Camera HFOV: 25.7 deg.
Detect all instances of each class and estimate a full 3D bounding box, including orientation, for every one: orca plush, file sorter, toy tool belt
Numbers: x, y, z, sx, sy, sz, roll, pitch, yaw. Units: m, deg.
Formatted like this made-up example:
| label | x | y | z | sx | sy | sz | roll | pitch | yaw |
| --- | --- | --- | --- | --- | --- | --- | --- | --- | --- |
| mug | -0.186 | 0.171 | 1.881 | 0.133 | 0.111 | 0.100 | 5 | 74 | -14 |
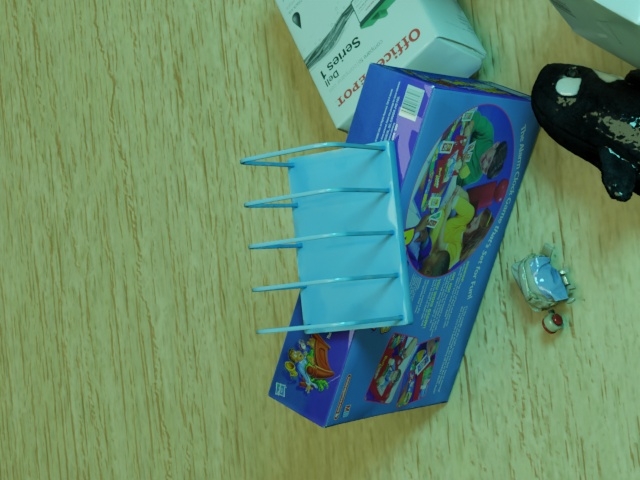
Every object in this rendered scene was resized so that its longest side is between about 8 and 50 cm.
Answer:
| label | x | y | z | sx | sy | sz | roll | pitch | yaw |
| --- | --- | --- | --- | --- | --- | --- | --- | --- | --- |
| orca plush | 0.304 | -0.054 | 1.322 | 0.287 | 0.102 | 0.151 | 44 | 151 | 2 |
| file sorter | 0.000 | 0.000 | 1.281 | 0.118 | 0.104 | 0.170 | -8 | 87 | 36 |
| toy tool belt | 0.235 | 0.048 | 1.433 | 0.051 | 0.052 | 0.083 | -39 | 70 | 38 |

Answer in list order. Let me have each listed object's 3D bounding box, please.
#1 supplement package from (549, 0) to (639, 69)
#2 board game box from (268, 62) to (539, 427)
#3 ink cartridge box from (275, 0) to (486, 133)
| label | x | y | z | sx | sy | sz | roll | pitch | yaw |
| --- | --- | --- | --- | --- | --- | --- | --- | --- | --- |
| supplement package | 0.311 | -0.273 | 1.258 | 0.149 | 0.194 | 0.203 | 37 | 95 | 30 |
| board game box | 0.092 | 0.006 | 1.422 | 0.078 | 0.233 | 0.347 | 26 | 105 | 33 |
| ink cartridge box | 0.057 | -0.238 | 1.508 | 0.160 | 0.092 | 0.219 | -42 | 57 | 28 |
